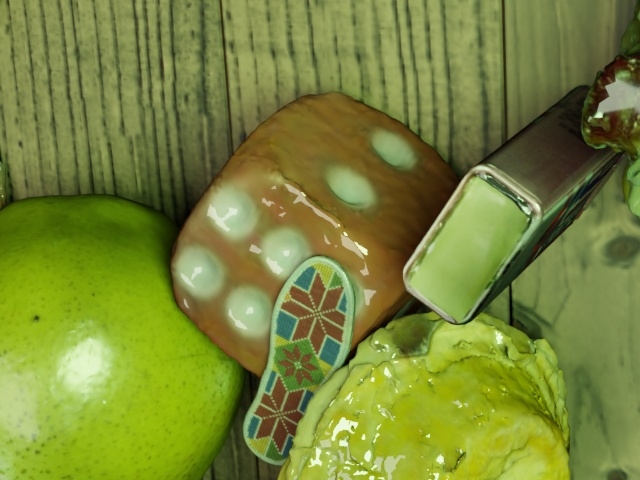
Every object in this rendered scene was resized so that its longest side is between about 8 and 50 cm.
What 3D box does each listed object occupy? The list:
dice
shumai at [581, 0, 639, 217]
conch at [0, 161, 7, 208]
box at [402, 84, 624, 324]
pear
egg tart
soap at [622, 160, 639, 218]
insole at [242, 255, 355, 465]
[{"bbox_3d":[0.000,0.000,1.324,0.175,0.179,0.174,43,123,11],"label":"dice"},{"bbox_3d":[0.284,-0.089,1.100,0.189,0.218,0.256,-9,91,27],"label":"shumai"},{"bbox_3d":[-0.310,0.020,1.561,0.086,0.080,0.233,-16,80,0],"label":"conch"},{"bbox_3d":[0.147,-0.030,1.207,0.069,0.224,0.120,38,123,9],"label":"box"},{"bbox_3d":[-0.202,0.107,1.406,0.294,0.294,0.294,10,113,25],"label":"pear"},{"bbox_3d":[0.101,0.191,1.280,0.116,0.294,0.295,19,119,50],"label":"egg tart"},{"bbox_3d":[0.287,-0.021,1.240,0.089,0.045,0.140,-43,83,28],"label":"soap"},{"bbox_3d":[-0.017,0.094,1.267,0.065,0.006,0.193,28,122,13],"label":"insole"}]
